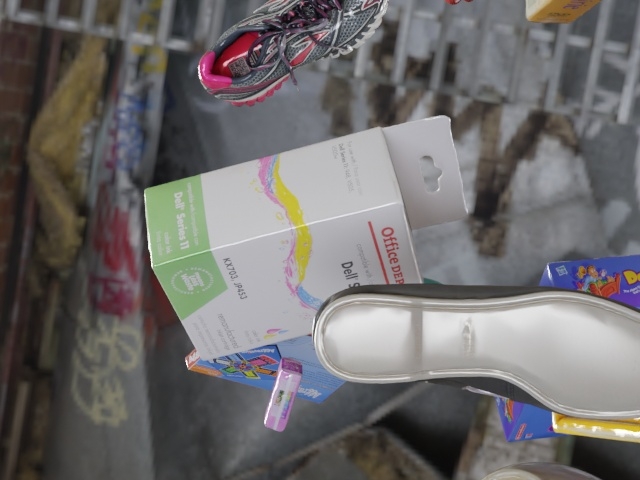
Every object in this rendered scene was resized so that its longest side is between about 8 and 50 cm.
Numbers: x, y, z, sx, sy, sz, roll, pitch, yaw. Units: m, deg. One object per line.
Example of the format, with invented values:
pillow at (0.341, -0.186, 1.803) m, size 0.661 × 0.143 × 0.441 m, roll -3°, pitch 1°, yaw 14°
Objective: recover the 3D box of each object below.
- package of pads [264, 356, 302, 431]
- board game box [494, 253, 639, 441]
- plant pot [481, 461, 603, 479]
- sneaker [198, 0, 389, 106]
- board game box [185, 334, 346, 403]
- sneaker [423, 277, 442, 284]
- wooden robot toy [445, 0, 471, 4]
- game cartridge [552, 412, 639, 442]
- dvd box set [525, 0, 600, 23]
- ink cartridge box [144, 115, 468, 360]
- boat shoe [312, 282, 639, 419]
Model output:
package of pads at (-0.047, 0.195, 1.641) m, size 0.032 × 0.083 × 0.050 m, roll 15°, pitch -164°, yaw -6°
board game box at (0.385, 0.147, 1.728) m, size 0.233 × 0.078 × 0.347 m, roll -5°, pitch 145°, yaw -9°
plant pot at (0.307, 0.418, 1.832) m, size 0.256 × 0.257 × 0.274 m, roll 13°, pitch 163°, yaw 28°
sneaker at (-0.032, -0.284, 1.756) m, size 0.121 × 0.299 × 0.112 m, roll 55°, pitch -168°, yaw 10°
board game box at (-0.057, 0.181, 2.011) m, size 0.281 × 0.145 × 0.027 m, roll 21°, pitch -143°, yaw -41°
sneaker at (0.093, 0.059, 1.692) m, size 0.275 × 0.110 × 0.107 m, roll 16°, pitch -146°, yaw -48°
wooden robot toy at (0.100, -0.239, 1.029) m, size 0.076 × 0.079 × 0.173 m, roll 29°, pitch -150°, yaw 25°
game cartridge at (0.478, 0.207, 1.528) m, size 0.323 × 0.053 × 0.285 m, roll -1°, pitch 175°, yaw -14°
dvd box set at (0.296, -0.417, 1.281) m, size 0.062 × 0.308 × 0.420 m, roll 2°, pitch 174°, yaw -9°
ink cartridge box at (0.000, 0.000, 1.475) m, size 0.353 × 0.119 × 0.207 m, roll -15°, pitch 141°, yaw 4°
boat shoe at (0.161, 0.087, 1.149) m, size 0.335 × 0.112 × 0.095 m, roll 6°, pitch -172°, yaw 4°
